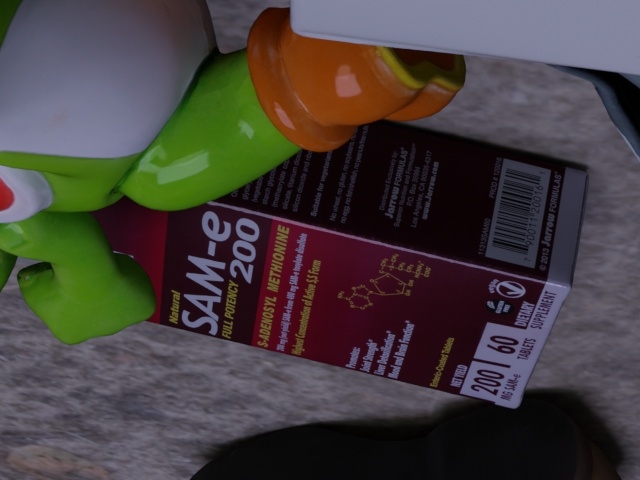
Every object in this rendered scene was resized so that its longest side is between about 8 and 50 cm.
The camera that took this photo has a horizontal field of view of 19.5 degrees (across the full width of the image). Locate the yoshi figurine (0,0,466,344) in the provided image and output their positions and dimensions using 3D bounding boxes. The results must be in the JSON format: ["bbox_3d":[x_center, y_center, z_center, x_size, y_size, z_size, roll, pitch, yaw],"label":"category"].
[{"bbox_3d":[-0.126,-0.052,0.781,0.362,0.203,0.203,-28,143,22],"label":"yoshi figurine"}]

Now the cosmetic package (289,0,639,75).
[{"bbox_3d":[0.072,-0.167,0.574,0.151,0.151,0.184,8,146,7],"label":"cosmetic package"}]

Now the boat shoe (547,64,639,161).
[{"bbox_3d":[0.166,-0.025,0.776,0.116,0.099,0.319,19,154,42],"label":"boat shoe"}]

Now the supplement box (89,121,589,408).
[{"bbox_3d":[0.000,0.000,0.925,0.239,0.073,0.130,13,147,2],"label":"supplement box"}]

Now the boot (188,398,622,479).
[{"bbox_3d":[0.045,0.177,1.159,0.305,0.112,0.115,-12,150,30],"label":"boot"}]
